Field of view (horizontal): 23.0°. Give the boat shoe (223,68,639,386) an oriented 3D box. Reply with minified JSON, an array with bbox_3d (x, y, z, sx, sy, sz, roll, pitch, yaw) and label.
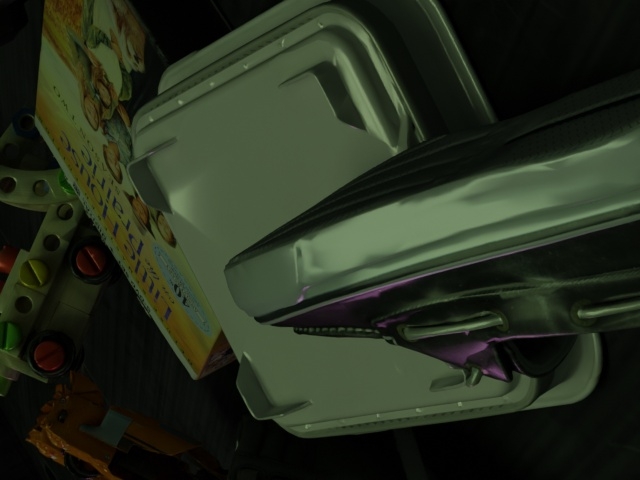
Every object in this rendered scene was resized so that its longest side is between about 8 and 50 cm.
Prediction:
[{"bbox_3d":[0.078,0.014,0.734,0.335,0.121,0.119,-16,107,52],"label":"boat shoe"}]

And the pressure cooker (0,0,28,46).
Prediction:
[{"bbox_3d":[-0.289,-0.300,0.943,0.375,0.370,0.420,45,161,-2],"label":"pressure cooker"}]

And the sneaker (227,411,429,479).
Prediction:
[{"bbox_3d":[0.012,0.210,1.075,0.296,0.147,0.105,-115,26,-60],"label":"sneaker"}]

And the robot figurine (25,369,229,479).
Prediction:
[{"bbox_3d":[-0.144,0.233,1.558,0.291,0.085,0.211,28,162,-10],"label":"robot figurine"}]

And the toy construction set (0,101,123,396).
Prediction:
[{"bbox_3d":[-0.317,0.027,1.588,0.215,0.328,0.151,23,-169,2],"label":"toy construction set"}]

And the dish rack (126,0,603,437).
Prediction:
[{"bbox_3d":[0.000,0.000,0.970,0.333,0.072,0.285,-19,99,56],"label":"dish rack"}]

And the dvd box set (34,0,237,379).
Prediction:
[{"bbox_3d":[-0.133,-0.074,1.300,0.308,0.062,0.420,58,159,10],"label":"dvd box set"}]
